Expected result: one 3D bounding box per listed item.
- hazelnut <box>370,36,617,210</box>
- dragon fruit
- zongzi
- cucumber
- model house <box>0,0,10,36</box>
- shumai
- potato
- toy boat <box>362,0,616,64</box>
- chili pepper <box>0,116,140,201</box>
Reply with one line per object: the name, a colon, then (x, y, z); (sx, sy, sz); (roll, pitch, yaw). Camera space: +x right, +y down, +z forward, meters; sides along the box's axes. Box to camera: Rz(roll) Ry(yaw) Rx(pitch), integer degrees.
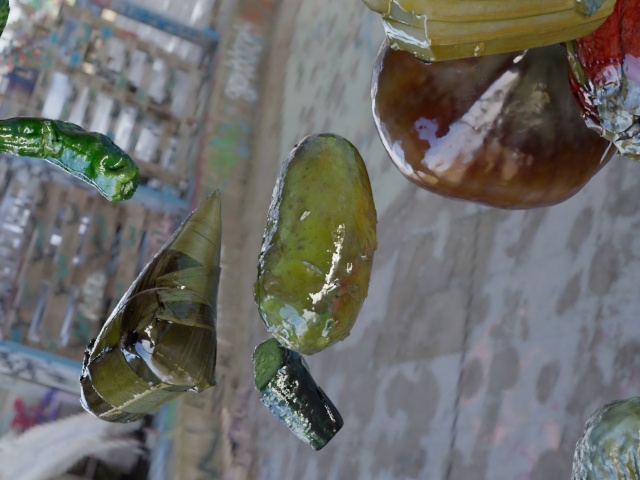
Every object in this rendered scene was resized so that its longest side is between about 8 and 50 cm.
hazelnut: (0.281, -0.219, 1.868); (0.359, 0.409, 0.359); (9, -90, -90)
dragon fruit: (0.440, -0.270, 1.496); (0.342, 0.277, 0.277); (-44, 3, -30)
zongzi: (-0.246, 0.105, 1.833); (0.289, 0.154, 0.317); (-30, 38, 47)
cucumber: (-0.039, 0.247, 1.969); (0.086, 0.193, 0.115); (-36, 1, 17)
model house: (-0.450, -0.246, 1.221); (0.195, 0.214, 0.189); (-12, 21, 39)
shumai: (0.395, 0.265, 1.339); (0.225, 0.260, 0.222); (-52, 3, 25)
potato: (0.000, 0.000, 1.505); (0.176, 0.141, 0.298); (-24, 48, 53)
toy boat: (0.181, -0.253, 1.220); (0.089, 0.310, 0.115); (31, 127, 51)
chili pepper: (-0.253, -0.086, 1.101); (0.073, 0.182, 0.050); (-88, 14, -55)
